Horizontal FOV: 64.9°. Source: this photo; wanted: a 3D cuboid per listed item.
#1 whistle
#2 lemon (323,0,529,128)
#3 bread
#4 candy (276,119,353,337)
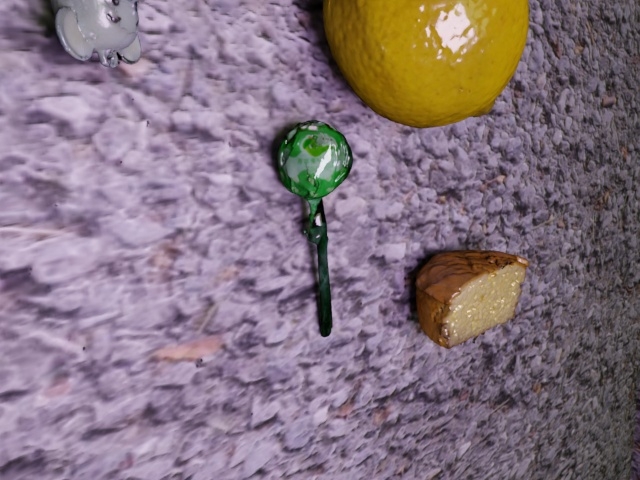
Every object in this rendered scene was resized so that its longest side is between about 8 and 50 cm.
[{"bbox_3d":[-0.207,-0.275,0.440,0.114,0.077,0.235,-43,128,-67],"label":"whistle"},{"bbox_3d":[0.127,-0.275,0.627,0.267,0.267,0.267,-9,104,-40],"label":"lemon"},{"bbox_3d":[0.242,0.091,0.870,0.229,0.139,0.143,-10,107,-40],"label":"bread"},{"bbox_3d":[-0.003,0.000,0.687,0.097,0.097,0.323,-23,120,-37],"label":"candy"}]
